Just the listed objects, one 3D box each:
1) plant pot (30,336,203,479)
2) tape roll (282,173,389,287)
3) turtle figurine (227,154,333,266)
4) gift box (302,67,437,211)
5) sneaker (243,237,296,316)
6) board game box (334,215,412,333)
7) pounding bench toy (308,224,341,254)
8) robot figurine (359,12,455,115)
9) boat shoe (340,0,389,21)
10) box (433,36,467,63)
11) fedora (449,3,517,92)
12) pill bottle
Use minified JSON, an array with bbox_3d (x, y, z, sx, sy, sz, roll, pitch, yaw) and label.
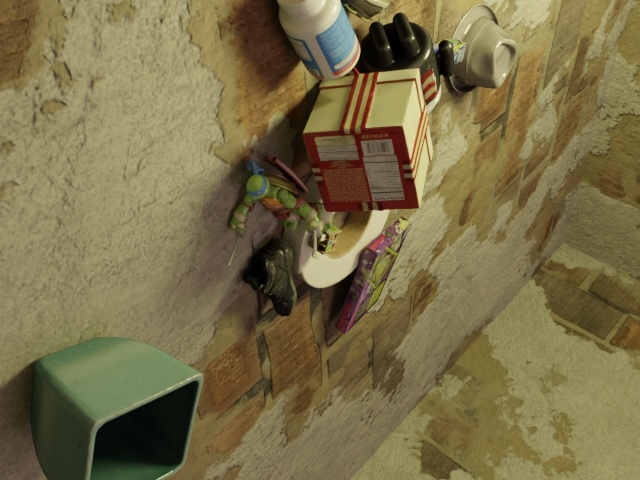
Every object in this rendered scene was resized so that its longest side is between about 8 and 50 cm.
[{"bbox_3d":[-0.411,0.320,1.383,0.247,0.252,0.248,-18,132,-49],"label":"plant pot"},{"bbox_3d":[0.051,-0.056,1.935,0.392,0.072,0.392,-37,145,-33],"label":"tape roll"},{"bbox_3d":[-0.087,-0.032,1.624,0.198,0.274,0.266,-30,163,20],"label":"turtle figurine"},{"bbox_3d":[0.120,-0.242,1.604,0.258,0.255,0.276,-72,158,-46],"label":"gift box"},{"bbox_3d":[-0.127,0.114,1.806,0.130,0.087,0.227,-35,140,-33],"label":"sneaker"},{"bbox_3d":[0.156,0.106,2.188,0.208,0.056,0.347,-44,160,-47],"label":"board game box"},{"bbox_3d":[0.000,0.000,1.780,0.083,0.052,0.065,-16,130,-51],"label":"pounding bench toy"},{"bbox_3d":[0.193,-0.398,1.728,0.173,0.209,0.278,-63,153,-20],"label":"robot figurine"},{"bbox_3d":[0.054,-0.508,1.511,0.069,0.081,0.228,-41,153,30],"label":"boat shoe"},{"bbox_3d":[0.318,-0.493,1.953,0.169,0.059,0.054,-31,140,-40],"label":"box"},{"bbox_3d":[0.481,-0.532,2.103,0.243,0.124,0.275,-55,151,-9],"label":"fedora"},{"bbox_3d":[-0.008,-0.428,1.444,0.124,0.124,0.221,-54,151,-9],"label":"pill bottle"}]
